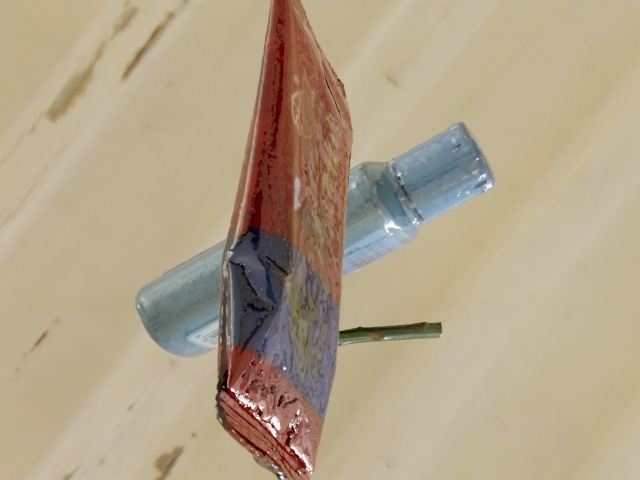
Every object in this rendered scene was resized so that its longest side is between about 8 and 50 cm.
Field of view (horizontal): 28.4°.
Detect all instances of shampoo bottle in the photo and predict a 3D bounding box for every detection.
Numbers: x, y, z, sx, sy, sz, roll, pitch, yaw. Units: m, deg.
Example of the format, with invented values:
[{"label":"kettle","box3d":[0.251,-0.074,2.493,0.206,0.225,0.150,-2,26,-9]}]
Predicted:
[{"label":"shampoo bottle","box3d":[0.000,0.000,0.885,0.061,0.258,0.104,65,-167,15]}]

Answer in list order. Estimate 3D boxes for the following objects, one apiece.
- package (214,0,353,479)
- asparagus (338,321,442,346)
[{"label":"package","box3d":[-0.010,-0.006,0.466,0.083,0.022,0.200,55,-147,-52]},{"label":"asparagus","box3d":[0.010,0.066,0.867,0.163,0.016,0.016,-2,-157,-23]}]
